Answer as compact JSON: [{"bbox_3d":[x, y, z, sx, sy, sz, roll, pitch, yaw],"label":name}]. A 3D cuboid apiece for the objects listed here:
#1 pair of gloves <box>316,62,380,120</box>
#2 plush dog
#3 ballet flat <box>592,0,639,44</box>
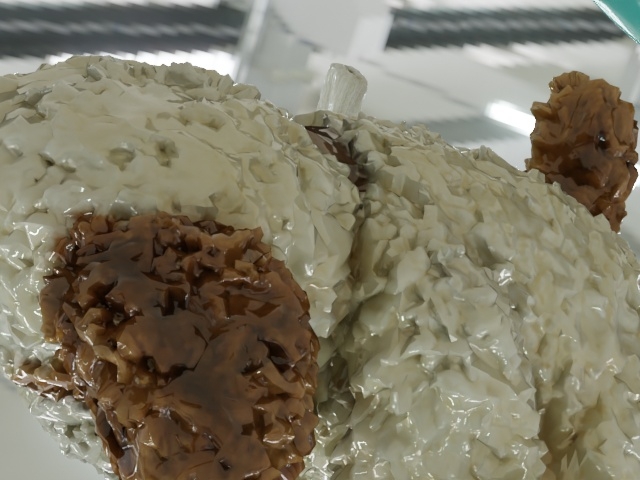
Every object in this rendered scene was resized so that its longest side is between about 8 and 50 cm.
[{"bbox_3d":[0.000,0.000,1.136,0.042,0.204,0.240,9,-160,-11],"label":"pair of gloves"},{"bbox_3d":[-0.013,0.017,0.515,0.225,0.210,0.262,21,180,-35],"label":"plush dog"},{"bbox_3d":[0.188,-0.111,0.826,0.073,0.080,0.232,-26,-126,-7],"label":"ballet flat"}]
